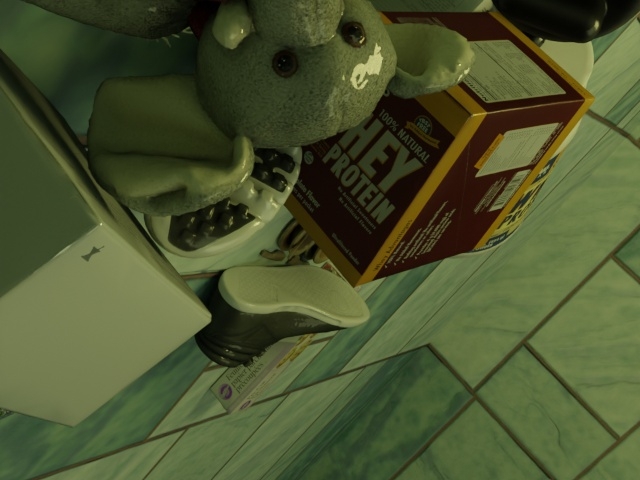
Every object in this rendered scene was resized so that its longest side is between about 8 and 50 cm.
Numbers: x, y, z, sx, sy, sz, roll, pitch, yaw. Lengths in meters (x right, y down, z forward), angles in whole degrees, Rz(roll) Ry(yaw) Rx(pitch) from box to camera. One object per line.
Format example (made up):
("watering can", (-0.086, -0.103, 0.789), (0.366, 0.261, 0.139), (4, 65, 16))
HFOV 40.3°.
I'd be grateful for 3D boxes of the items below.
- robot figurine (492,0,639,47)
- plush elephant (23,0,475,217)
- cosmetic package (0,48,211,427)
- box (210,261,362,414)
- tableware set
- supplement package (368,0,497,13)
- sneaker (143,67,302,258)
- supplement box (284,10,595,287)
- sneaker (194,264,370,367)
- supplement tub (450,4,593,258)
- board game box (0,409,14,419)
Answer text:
("robot figurine", (0.253, -0.309, 0.863), (0.209, 0.173, 0.278), (-21, -151, 39))
("plush elephant", (-0.050, -0.165, 0.516), (0.272, 0.255, 0.330), (-37, 161, -20))
("cosmetic package", (-0.211, -0.014, 0.572), (0.138, 0.225, 0.224), (-39, 160, -5))
("box", (-0.061, 0.171, 1.522), (0.324, 0.063, 0.067), (-47, 159, 13))
("tableware set", (0.000, 0.000, 1.310), (0.128, 0.039, 0.194), (-45, 161, 8))
("supplement package", (0.049, -0.174, 0.882), (0.244, 0.139, 0.134), (-44, 159, 10))
("sneaker", (-0.080, -0.085, 0.714), (0.118, 0.110, 0.292), (-41, -156, 39))
("supplement box", (0.096, -0.085, 0.765), (0.194, 0.129, 0.191), (-14, 145, -45))
("sneaker", (-0.063, 0.118, 1.304), (0.295, 0.105, 0.147), (8, 133, -44))
("supplement tub", (0.192, -0.143, 1.096), (0.228, 0.228, 0.316), (-34, 159, -23))
("board game box", (-0.391, 0.149, 0.824), (0.194, 0.060, 0.194), (-30, 158, -34))
